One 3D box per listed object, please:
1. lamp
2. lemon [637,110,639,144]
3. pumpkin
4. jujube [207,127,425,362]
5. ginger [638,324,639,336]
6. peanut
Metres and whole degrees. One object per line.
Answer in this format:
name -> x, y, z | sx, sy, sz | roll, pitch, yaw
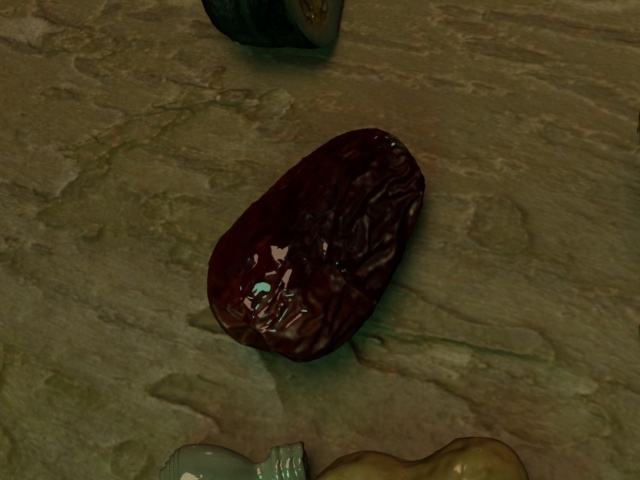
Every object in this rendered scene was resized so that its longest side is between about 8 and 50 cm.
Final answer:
lamp -> -0.108, 0.297, 1.348 | 0.193, 0.106, 0.106 | -9, 58, 1
lemon -> 0.553, -0.132, 1.237 | 0.387, 0.350, 0.350 | -33, 56, -10
pumpkin -> -0.099, -0.437, 1.672 | 0.196, 0.263, 0.293 | -5, 59, 22
jujube -> 0.000, 0.000, 1.432 | 0.216, 0.216, 0.342 | 26, 66, 29
ginger -> 0.483, 0.174, 1.244 | 0.288, 0.075, 0.089 | 32, 80, 26
peanut -> 0.081, 0.306, 1.252 | 0.318, 0.147, 0.148 | -22, 57, 8
